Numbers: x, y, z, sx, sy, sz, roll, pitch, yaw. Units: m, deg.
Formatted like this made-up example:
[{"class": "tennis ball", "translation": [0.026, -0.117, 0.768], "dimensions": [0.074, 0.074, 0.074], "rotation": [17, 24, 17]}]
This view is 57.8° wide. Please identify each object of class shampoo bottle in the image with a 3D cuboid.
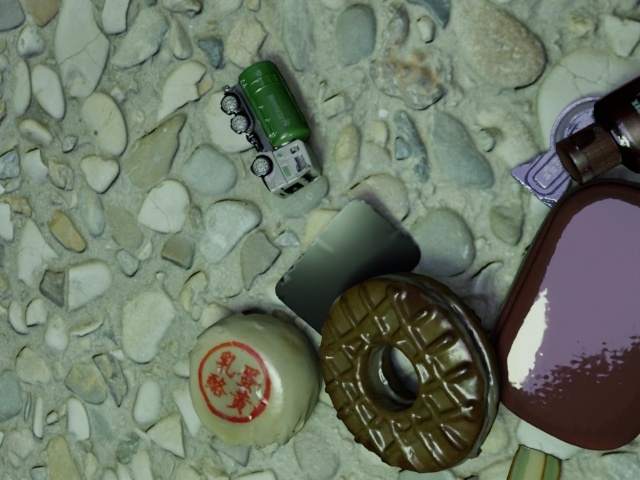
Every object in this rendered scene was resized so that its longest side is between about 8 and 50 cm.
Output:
[{"class": "shampoo bottle", "translation": [0.496, -0.187, 0.808], "dimensions": [0.323, 0.084, 0.129], "rotation": [-31, 84, 11]}]

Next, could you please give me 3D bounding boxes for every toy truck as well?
[{"class": "toy truck", "translation": [-0.088, -0.204, 1.061], "dimensions": [0.125, 0.101, 0.242], "rotation": [-27, 80, 9]}]

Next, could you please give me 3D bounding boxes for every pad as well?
[{"class": "pad", "translation": [-0.009, 0.001, 1.063], "dimensions": [0.323, 0.055, 0.250], "rotation": [47, 108, 13]}]

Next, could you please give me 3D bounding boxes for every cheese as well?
[{"class": "cheese", "translation": [0.396, -0.144, 0.900], "dimensions": [0.105, 0.042, 0.191], "rotation": [44, 109, 15]}]

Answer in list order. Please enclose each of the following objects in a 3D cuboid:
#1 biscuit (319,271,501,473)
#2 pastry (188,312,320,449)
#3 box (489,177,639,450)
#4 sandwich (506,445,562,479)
[{"class": "biscuit", "translation": [0.134, 0.212, 0.948], "dimensions": [0.332, 0.103, 0.331], "rotation": [10, 104, 41]}, {"class": "pastry", "translation": [-0.128, 0.263, 1.090], "dimensions": [0.265, 0.133, 0.264], "rotation": [3, 99, 23]}, {"class": "box", "translation": [0.418, 0.112, 0.871], "dimensions": [0.263, 0.108, 0.403], "rotation": [26, 103, 18]}, {"class": "sandwich", "translation": [0.342, 0.443, 0.973], "dimensions": [0.079, 0.113, 0.163], "rotation": [15, 64, 21]}]
